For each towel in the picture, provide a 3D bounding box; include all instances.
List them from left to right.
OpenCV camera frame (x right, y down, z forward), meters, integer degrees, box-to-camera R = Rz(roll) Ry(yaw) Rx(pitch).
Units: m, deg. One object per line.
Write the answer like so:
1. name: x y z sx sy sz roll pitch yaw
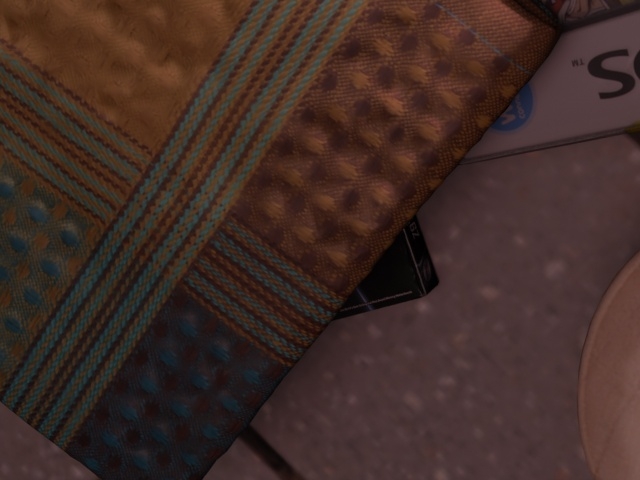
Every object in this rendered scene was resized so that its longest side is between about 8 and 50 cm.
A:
1. towel: -0.132 -0.094 0.595 0.370 0.040 0.271 38 113 -1

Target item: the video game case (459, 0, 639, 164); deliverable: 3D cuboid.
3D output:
1. video game case: 0.119 -0.178 0.531 0.248 0.035 0.275 -10 99 32

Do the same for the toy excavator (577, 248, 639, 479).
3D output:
1. toy excavator: 0.331 0.176 0.494 0.432 0.222 0.445 -12 86 25

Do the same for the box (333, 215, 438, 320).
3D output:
1. box: 0.000 0.000 0.656 0.083 0.018 0.067 -15 99 25
